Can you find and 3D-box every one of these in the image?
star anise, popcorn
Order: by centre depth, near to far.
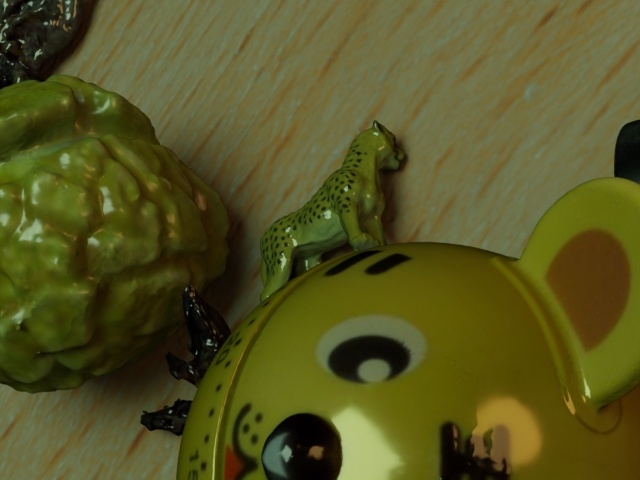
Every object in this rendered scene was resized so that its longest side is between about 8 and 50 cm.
[{"bbox_3d":[-0.073,0.113,1.634,0.212,0.053,0.157,18,116,39],"label":"star anise"},{"bbox_3d":[-0.234,0.002,1.692,0.282,0.247,0.282,4,105,14],"label":"popcorn"},{"bbox_3d":[-0.326,-0.182,1.955,0.197,0.073,0.212,0,65,35],"label":"star anise"}]

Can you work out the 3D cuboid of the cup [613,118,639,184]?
[{"bbox_3d":[0.330,0.004,1.362,0.177,0.239,0.166,-18,21,26],"label":"cup"}]

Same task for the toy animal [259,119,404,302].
[{"bbox_3d":[0.000,0.000,1.649,0.181,0.073,0.136,-42,43,33],"label":"toy animal"}]

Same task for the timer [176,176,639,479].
[{"bbox_3d":[0.092,0.159,1.306,0.387,0.376,0.376,-15,63,53],"label":"timer"}]
